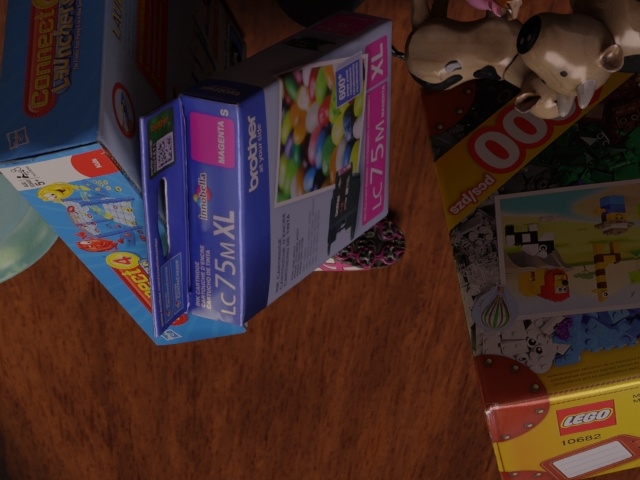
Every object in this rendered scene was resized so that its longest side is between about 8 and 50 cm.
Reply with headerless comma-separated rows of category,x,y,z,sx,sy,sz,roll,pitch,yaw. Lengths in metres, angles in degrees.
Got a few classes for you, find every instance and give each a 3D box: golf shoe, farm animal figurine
golf shoe,0.000,0.000,1.822,0.186,0.067,0.086,2,172,-18
farm animal figurine,0.222,-0.180,1.378,0.326,0.172,0.330,0,172,-12

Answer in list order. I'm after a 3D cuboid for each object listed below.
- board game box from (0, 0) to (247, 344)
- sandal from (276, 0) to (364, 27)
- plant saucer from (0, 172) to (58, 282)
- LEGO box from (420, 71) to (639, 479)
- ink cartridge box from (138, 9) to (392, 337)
board game box,-0.150,-0.118,1.367,0.086,0.308,0.302,-11,147,15
sandal,-0.018,-0.280,1.396,0.097,0.054,0.254,-21,139,4
plant saucer,-0.418,-0.009,1.666,0.317,0.044,0.317,-15,158,-6
LEGO box,0.378,-0.004,1.612,0.500,0.372,0.193,-13,147,5
ink cartridge box,-0.034,-0.057,1.333,0.065,0.311,0.186,13,116,28
